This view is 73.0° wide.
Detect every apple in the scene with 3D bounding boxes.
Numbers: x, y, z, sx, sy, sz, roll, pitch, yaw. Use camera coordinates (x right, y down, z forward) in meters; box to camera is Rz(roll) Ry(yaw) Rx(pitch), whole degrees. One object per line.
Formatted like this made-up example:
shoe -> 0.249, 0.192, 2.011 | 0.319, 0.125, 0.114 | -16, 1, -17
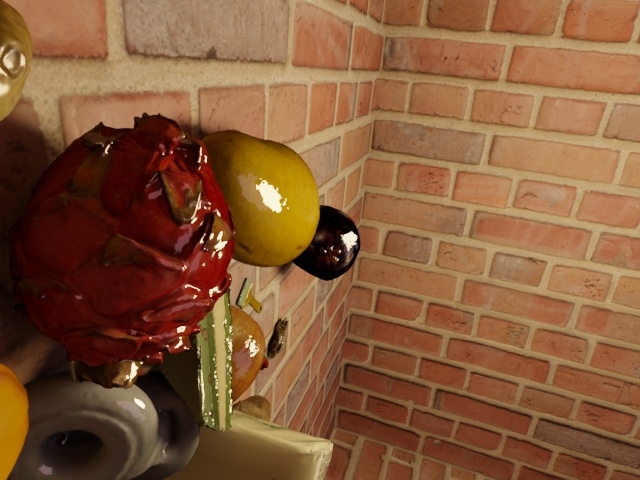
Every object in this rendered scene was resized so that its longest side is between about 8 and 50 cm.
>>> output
apple -> -0.225, 0.240, 0.919 | 0.187, 0.211, 0.211 | -62, 158, -46

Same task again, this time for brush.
brush -> -0.208, 0.184, 1.322 | 0.205, 0.011, 0.083 | 71, 34, -64

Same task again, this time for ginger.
ginger -> -0.229, 0.601, 1.276 | 0.244, 0.155, 0.303 | -65, 160, -45

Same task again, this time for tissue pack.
tissue pack -> -0.187, 0.546, 0.969 | 0.207, 0.381, 0.296 | 67, 36, -71

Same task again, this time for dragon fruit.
dragon fruit -> -0.249, 0.014, 0.569 | 0.277, 0.278, 0.342 | 37, 61, -73

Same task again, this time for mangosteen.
mangosteen -> -0.001, 0.004, 1.520 | 0.233, 0.288, 0.287 | -65, 162, -12

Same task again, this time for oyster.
oyster -> -0.148, 0.356, 1.582 | 0.108, 0.053, 0.165 | 126, -21, -57

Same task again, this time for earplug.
earplug -> -0.321, 0.280, 0.658 | 0.214, 0.175, 0.325 | -41, 150, 4

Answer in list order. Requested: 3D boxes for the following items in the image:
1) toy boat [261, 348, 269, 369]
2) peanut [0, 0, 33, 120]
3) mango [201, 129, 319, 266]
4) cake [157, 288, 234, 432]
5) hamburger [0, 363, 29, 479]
toy boat -> -0.203, 0.364, 1.368 | 0.173, 0.069, 0.058 | 76, 9, -61
peanut -> -0.353, -0.138, 0.374 | 0.120, 0.110, 0.236 | 104, 9, -54
mango -> -0.138, -0.097, 0.979 | 0.445, 0.221, 0.301 | 52, 54, -66
cake -> -0.249, 0.191, 0.745 | 0.158, 0.172, 0.283 | 60, 17, -64
hamburger -> -0.392, 0.174, 0.351 | 0.246, 0.170, 0.246 | -56, 162, -29
